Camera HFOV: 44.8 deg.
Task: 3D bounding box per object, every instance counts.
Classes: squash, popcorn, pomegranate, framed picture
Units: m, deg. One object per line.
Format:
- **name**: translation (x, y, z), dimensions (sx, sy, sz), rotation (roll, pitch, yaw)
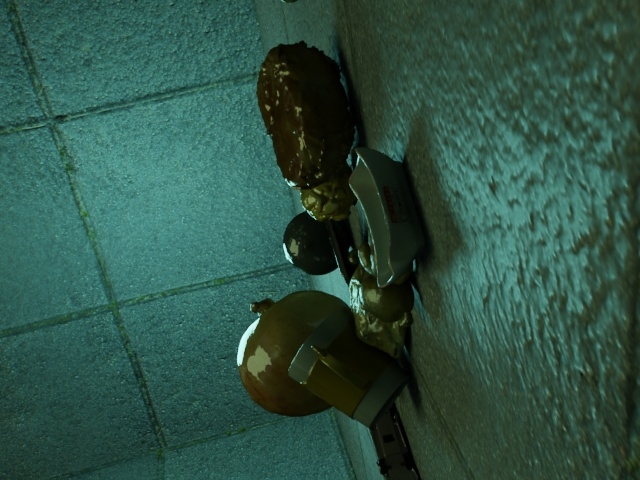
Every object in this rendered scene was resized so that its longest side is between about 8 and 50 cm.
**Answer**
- **squash**: translation (0.096, 0.067, 1.790), dimensions (0.183, 0.052, 0.052), rotation (62, -169, -65)
- **popcorn**: translation (0.021, -0.114, 1.769), dimensions (0.167, 0.152, 0.148), rotation (-77, 15, -45)
- **pomegranate**: translation (-0.066, 0.326, 2.345), dimensions (0.411, 0.412, 0.411), rotation (167, 90, -84)
- **framed picture**: translation (0.079, 0.092, 1.853), dimensions (0.281, 0.019, 0.208), rotation (59, -169, -49)

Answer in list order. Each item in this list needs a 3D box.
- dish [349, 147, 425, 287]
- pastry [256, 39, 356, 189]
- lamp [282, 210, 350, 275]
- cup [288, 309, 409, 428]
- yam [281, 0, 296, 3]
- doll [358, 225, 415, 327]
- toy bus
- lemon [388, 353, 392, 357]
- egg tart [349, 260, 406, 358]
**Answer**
- **dish**: translation (0.114, -0.043, 1.286), dimensions (0.151, 0.077, 0.212), rotation (99, 157, -71)
- **pastry**: translation (-0.022, -0.264, 1.644), dimensions (0.255, 0.162, 0.310), rotation (131, 122, -66)
- **lamp**: translation (-0.018, -0.004, 2.171), dimensions (0.314, 0.182, 0.181), rotation (-127, 25, -80)
- **cup**: translation (0.058, 0.279, 1.668), dimensions (0.226, 0.185, 0.241), rotation (37, 179, 16)
- **yam**: translation (-0.102, -0.701, 1.988), dimensions (0.061, 0.061, 0.274), rotation (84, 172, -52)
- **doll**: translation (0.130, 0.046, 1.404), dimensions (0.137, 0.097, 0.209), rotation (19, 110, 46)
- **toy bus**: translation (0.175, 0.521, 1.969), dimensions (0.112, 0.090, 0.274), rotation (77, 177, -52)
- **lemon**: translation (0.093, 0.311, 1.867), dimensions (0.173, 0.174, 0.206), rotation (-109, 29, -43)
- **egg tart**: translation (0.116, 0.132, 1.639), dimensions (0.232, 0.099, 0.252), rotation (114, 147, -75)
